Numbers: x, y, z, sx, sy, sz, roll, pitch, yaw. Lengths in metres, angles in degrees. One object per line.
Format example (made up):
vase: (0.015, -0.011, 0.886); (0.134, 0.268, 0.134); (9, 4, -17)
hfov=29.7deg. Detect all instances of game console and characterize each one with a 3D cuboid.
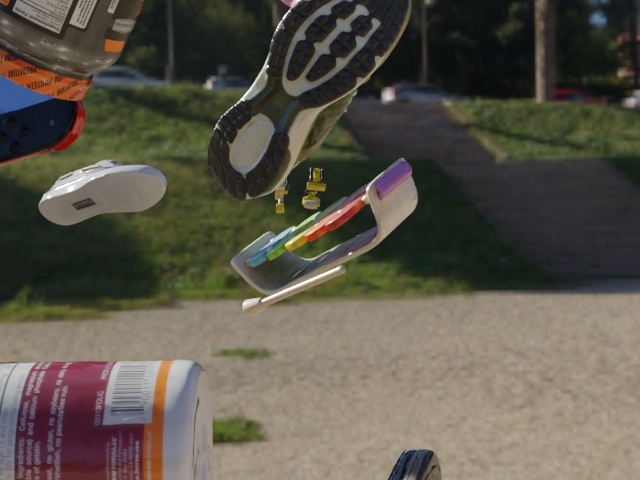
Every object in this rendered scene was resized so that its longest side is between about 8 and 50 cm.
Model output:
game console: (-0.574, -0.304, 2.026); (0.342, 0.387, 0.060); (-13, -13, 11)

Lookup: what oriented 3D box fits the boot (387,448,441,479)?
boot: (-0.010, 0.434, 1.672); (0.284, 0.377, 0.138); (10, -28, 30)

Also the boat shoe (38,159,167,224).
boat shoe: (-0.372, -0.096, 2.098); (0.267, 0.088, 0.096); (-16, -49, 34)

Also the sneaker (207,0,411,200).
sneaker: (-0.003, -0.237, 1.807); (0.410, 0.158, 0.182); (-46, -12, 27)

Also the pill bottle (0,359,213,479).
pill bottle: (-0.329, 0.252, 1.390); (0.392, 0.224, 0.224); (-1, 2, 2)

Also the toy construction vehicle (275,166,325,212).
toy construction vehicle: (-0.034, -0.081, 2.007); (0.085, 0.035, 0.098); (3, 43, -4)

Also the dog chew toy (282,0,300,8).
dog chew toy: (-0.007, -0.502, 2.151); (0.206, 0.332, 0.206); (-12, -12, -2)

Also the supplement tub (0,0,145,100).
supplement tub: (-0.179, -0.207, 0.887); (0.117, 0.190, 0.117); (26, 16, -8)

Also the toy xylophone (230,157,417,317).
toy xylophone: (0.000, 0.000, 1.750); (0.322, 0.081, 0.236); (-29, 8, 32)
